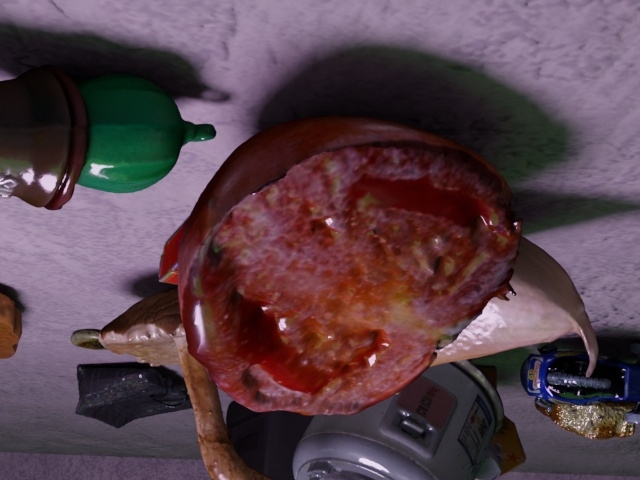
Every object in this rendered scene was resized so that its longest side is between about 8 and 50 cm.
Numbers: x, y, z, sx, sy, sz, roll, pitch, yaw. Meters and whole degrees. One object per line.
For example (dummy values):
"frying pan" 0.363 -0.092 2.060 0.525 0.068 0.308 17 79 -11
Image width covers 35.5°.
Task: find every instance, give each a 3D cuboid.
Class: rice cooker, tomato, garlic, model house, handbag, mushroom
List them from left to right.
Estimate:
"handbag" -0.337 0.281 1.841 0.175 0.089 0.270 -8 159 10
"mushroom" -0.132 0.180 1.221 0.233 0.302 0.208 2 132 -40
"tomato" 0.001 -0.002 0.822 0.309 0.170 0.309 -12 133 -14
"rice cooker" 0.115 0.277 1.438 0.316 0.317 0.264 6 141 -9
"model house" 0.230 0.271 1.637 0.219 0.207 0.136 3 124 4
"garlic" 0.139 0.059 0.966 0.245 0.164 0.145 -12 174 38

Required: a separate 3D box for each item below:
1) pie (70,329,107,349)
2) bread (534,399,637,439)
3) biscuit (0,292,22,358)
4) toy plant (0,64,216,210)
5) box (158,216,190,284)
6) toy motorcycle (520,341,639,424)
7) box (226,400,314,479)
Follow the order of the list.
"pie" -0.347 0.157 1.557 0.084 0.021 0.084 3 162 1
"bread" 0.423 0.260 1.581 0.140 0.069 0.128 8 -166 -22
"biscuit" -0.591 0.093 1.346 0.365 0.062 0.385 3 161 -6
"toy plant" -0.180 -0.074 0.743 0.200 0.105 0.143 -1 175 -28
"box" -0.095 0.012 1.051 0.112 0.048 0.175 10 160 -20
"toy motorcycle" 0.398 0.199 1.437 0.315 0.113 0.169 10 172 -44
"box" -0.029 0.404 1.941 0.251 0.204 0.345 9 160 -17
